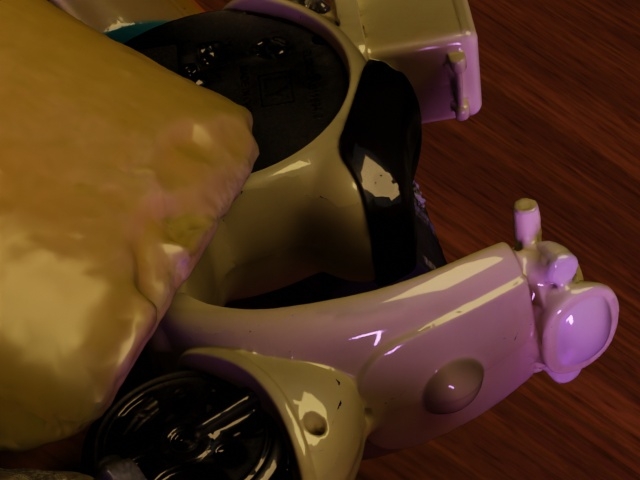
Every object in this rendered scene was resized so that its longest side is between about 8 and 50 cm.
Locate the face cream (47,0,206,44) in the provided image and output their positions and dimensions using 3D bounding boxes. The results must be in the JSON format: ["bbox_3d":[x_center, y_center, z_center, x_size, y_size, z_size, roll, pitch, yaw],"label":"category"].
[{"bbox_3d":[-0.179,-0.201,1.213,0.285,0.067,0.139,47,25,17],"label":"face cream"}]

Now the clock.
[{"bbox_3d":[0.000,0.000,0.992,0.276,0.120,0.379,-12,47,-2],"label":"clock"}]

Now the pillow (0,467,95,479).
[{"bbox_3d":[-0.201,0.123,0.749,0.217,0.130,0.033,-15,97,-48],"label":"pillow"}]

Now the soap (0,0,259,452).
[{"bbox_3d":[-0.257,-0.065,0.904,0.427,0.115,0.306,29,45,2],"label":"soap"}]

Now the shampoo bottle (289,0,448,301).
[{"bbox_3d":[0.010,-0.064,1.199,0.098,0.071,0.309,39,22,-43],"label":"shampoo bottle"}]

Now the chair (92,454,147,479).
[{"bbox_3d":[-0.076,0.232,0.686,0.147,0.136,0.270,-12,57,-48],"label":"chair"}]
